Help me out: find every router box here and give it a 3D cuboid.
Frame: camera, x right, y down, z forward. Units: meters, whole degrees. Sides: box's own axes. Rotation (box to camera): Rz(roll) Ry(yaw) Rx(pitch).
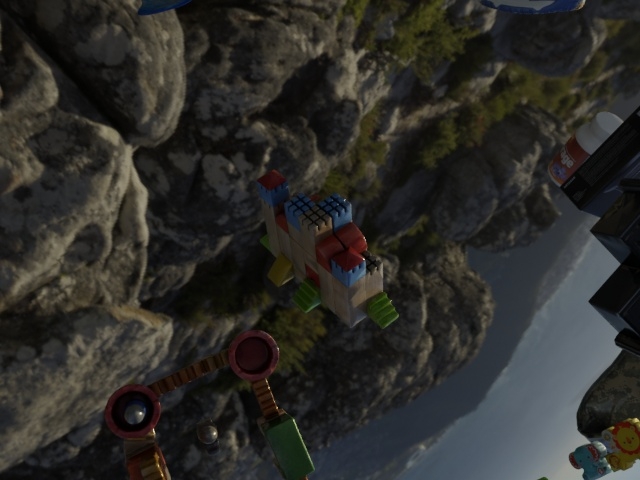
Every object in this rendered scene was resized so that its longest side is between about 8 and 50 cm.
[{"bbox_3d":[0.703,-0.173,1.332,0.243,0.081,0.308,13,128,-38],"label":"router box"}]

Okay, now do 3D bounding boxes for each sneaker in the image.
[{"bbox_3d":[0.309,-0.460,1.044,0.112,0.296,0.130,-18,127,-37],"label":"sneaker"}]

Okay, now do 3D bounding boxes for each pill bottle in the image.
[{"bbox_3d":[0.728,-0.242,1.706,0.121,0.121,0.216,-26,156,-32],"label":"pill bottle"}]

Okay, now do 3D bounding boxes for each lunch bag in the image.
[{"bbox_3d":[0.737,0.381,1.441,0.235,0.169,0.287,34,95,-41],"label":"lunch bag"}]

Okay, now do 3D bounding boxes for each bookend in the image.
[{"bbox_3d":[0.386,0.033,0.758,0.156,0.157,0.072,-47,-167,-2],"label":"bookend"}]

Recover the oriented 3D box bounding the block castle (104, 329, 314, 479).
[{"bbox_3d":[-0.151,0.405,1.059,0.303,0.452,0.213,-22,180,-15],"label":"block castle"}]

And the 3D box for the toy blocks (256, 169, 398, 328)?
[{"bbox_3d":[0.000,0.000,1.327,0.191,0.381,0.260,-34,144,-22],"label":"toy blocks"}]

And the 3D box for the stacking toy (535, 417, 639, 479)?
[{"bbox_3d":[0.372,0.270,0.805,0.167,0.052,0.221,-5,147,-34],"label":"stacking toy"}]

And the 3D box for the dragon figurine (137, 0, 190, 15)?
[{"bbox_3d":[-0.174,-0.298,0.657,0.290,0.085,0.144,-13,151,22],"label":"dragon figurine"}]
